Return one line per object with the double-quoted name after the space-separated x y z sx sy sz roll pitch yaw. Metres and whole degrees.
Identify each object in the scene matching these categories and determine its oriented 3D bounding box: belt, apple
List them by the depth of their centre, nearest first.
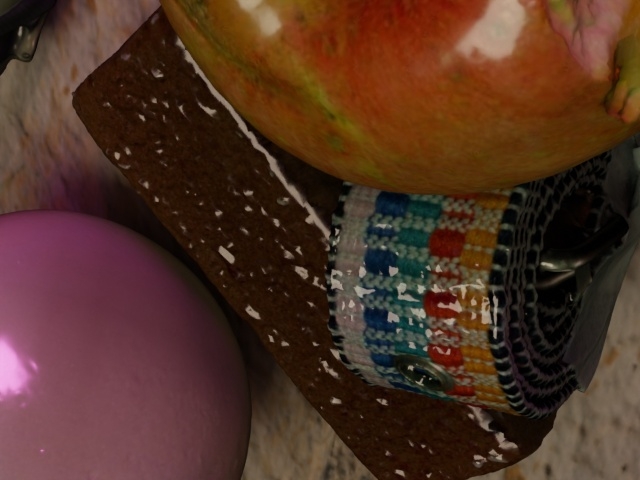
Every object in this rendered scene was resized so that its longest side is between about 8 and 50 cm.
0.076 -0.193 0.918 0.340 0.339 0.339 19 133 22 "apple"
0.112 0.004 1.103 0.150 0.257 0.207 11 108 26 "belt"

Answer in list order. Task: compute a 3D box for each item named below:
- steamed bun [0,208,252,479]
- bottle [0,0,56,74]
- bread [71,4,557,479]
-0.204 0.132 1.372 0.324 0.324 0.206 46 149 -6 "steamed bun"
-0.258 -0.239 1.225 0.168 0.168 0.347 34 141 7 "bottle"
0.000 0.000 1.274 0.416 0.113 0.165 51 136 -9 "bread"
